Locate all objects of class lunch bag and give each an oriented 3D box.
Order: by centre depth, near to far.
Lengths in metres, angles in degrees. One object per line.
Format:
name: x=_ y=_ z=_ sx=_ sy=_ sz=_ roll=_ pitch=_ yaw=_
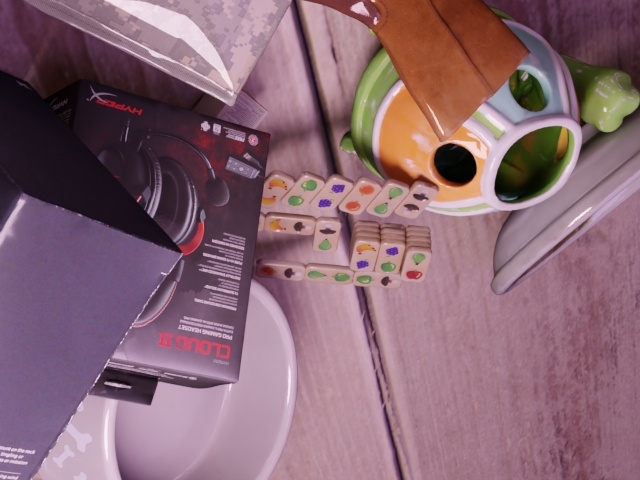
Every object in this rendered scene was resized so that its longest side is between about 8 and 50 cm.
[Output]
lunch bag: x=-0.156 y=-0.294 z=1.294 sx=0.287 sy=0.169 sz=0.235 roll=26 pitch=102 yaw=-18

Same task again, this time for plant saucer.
plant saucer: x=0.356 y=-0.087 z=1.857 sx=0.400 sy=0.100 sz=0.400 roll=-38 pitch=172 yaw=-6

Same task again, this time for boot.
boot: x=0.048 y=-0.219 z=1.485 sx=0.264 sy=0.096 sz=0.280 roll=-41 pitch=102 yaw=-22

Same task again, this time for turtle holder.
turtle holder: x=0.201 y=-0.136 z=1.670 sx=0.320 sy=0.227 sz=0.243 roll=14 pitch=111 yaw=-44

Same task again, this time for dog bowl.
dog bowl: x=-0.159 y=0.177 z=1.600 sx=0.349 sy=0.102 sz=0.348 roll=-15 pitch=110 yaw=-48

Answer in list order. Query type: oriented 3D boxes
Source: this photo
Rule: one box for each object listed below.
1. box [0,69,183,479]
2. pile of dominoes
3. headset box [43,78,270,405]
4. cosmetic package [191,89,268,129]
box: x=-0.341 y=0.027 z=1.265 sx=0.179 sy=0.343 sz=0.312 roll=24 pitch=103 yaw=-46
pile of dominoes: x=0.000 y=0.000 z=1.619 sx=0.251 sy=0.040 sz=0.196 roll=4 pitch=142 yaw=-5
headset box: x=-0.183 y=0.014 z=1.418 sx=0.218 sy=0.110 sz=0.293 roll=15 pitch=75 yaw=-29
cosmetic package: x=-0.118 y=-0.118 z=1.561 sx=0.115 sy=0.041 sz=0.060 roll=-49 pitch=138 yaw=3
